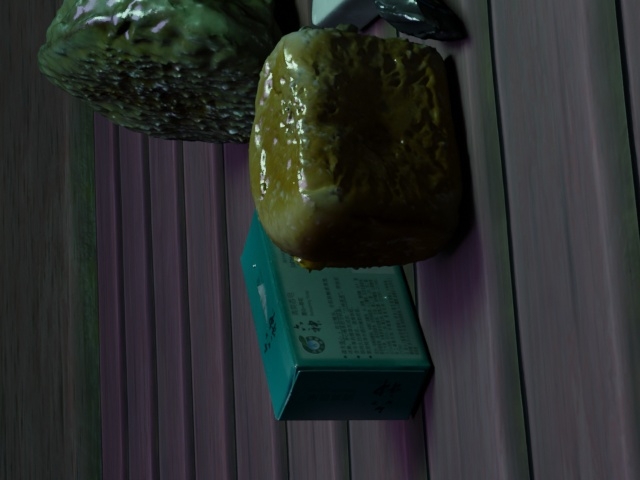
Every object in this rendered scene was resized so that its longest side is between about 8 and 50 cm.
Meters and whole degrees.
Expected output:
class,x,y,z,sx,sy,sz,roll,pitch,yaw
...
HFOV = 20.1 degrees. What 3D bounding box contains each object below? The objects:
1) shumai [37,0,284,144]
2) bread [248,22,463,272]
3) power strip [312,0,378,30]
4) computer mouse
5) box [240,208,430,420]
class,x,y,z,sx,sy,sz,roll,pitch,yaw
shumai,-0.182,-0.326,2.412,0.397,0.324,0.323,152,133,-64
bread,0.031,-0.091,1.830,0.176,0.195,0.246,134,137,-55
power strip,0.066,-0.311,1.952,0.385,0.062,0.091,152,121,-69
computer mouse,0.094,-0.230,1.830,0.047,0.079,0.135,-62,37,17
box,0.011,0.074,1.940,0.092,0.153,0.245,109,157,-43
